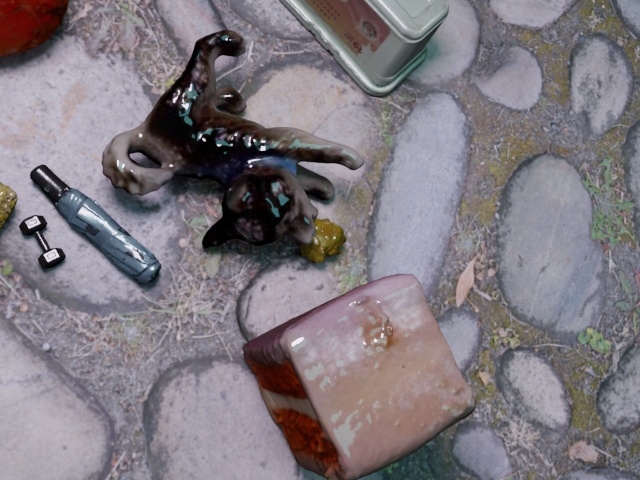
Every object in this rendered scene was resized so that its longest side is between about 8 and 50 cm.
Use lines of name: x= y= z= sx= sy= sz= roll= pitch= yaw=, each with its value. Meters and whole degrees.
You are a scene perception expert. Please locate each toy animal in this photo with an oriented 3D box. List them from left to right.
toy animal: x=-0.146 y=-0.110 z=1.176 sx=0.344 sy=0.194 sz=0.302 roll=43 pitch=62 yaw=1

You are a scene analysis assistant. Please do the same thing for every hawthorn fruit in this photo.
hawthorn fruit: x=-0.472 y=-0.406 z=1.092 sx=0.242 sy=0.272 sz=0.241 roll=7 pitch=79 yaw=-42

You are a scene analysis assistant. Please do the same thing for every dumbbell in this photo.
dumbbell: x=-0.425 y=0.001 z=1.127 sx=0.036 sy=0.040 sz=0.083 roll=-31 pitch=86 yaw=7

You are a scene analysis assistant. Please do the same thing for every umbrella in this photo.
umbrella: x=-0.351 y=-0.025 z=1.150 sx=0.250 sy=0.053 sz=0.052 roll=43 pitch=67 yaw=-4

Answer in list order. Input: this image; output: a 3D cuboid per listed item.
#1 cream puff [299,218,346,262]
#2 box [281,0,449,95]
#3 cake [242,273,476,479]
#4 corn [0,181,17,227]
cream puff: x=0.000 y=0.000 z=1.262 sx=0.083 sy=0.058 sz=0.083 roll=27 pitch=61 yaw=-12
box: x=0.082 y=-0.447 z=1.346 sx=0.312 sy=0.182 sz=0.175 roll=46 pitch=66 yaw=-1
cake: x=0.043 y=0.199 z=1.092 sx=0.230 sy=0.309 sz=0.237 roll=-23 pitch=87 yaw=-18
corn: x=-0.554 y=0.040 z=1.042 sx=0.097 sy=0.097 sz=0.319 roll=36 pitch=65 yaw=-7
